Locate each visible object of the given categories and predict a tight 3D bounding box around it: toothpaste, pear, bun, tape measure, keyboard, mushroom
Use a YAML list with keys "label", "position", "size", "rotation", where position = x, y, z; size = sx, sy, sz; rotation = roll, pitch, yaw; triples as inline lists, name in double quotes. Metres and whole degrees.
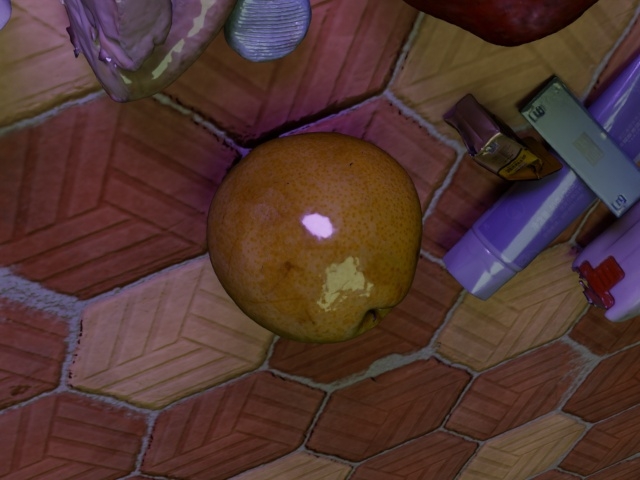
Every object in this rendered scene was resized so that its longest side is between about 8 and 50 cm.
- label: "toothpaste"
  position: [0.299, -0.078, 1.021]
  size: [0.125, 0.080, 0.371]
  rotation: [32, 111, -34]
- label: "pear"
  position: [0.000, 0.000, 0.845]
  size: [0.209, 0.209, 0.208]
  rotation: [-15, 140, -13]
- label: "bun"
  position: [-0.046, -0.188, 0.731]
  size: [0.083, 0.045, 0.083]
  rotation: [-15, 137, -14]
- label: "tape measure"
  position: [0.499, -0.008, 1.168]
  size: [0.265, 0.130, 0.258]
  rotation: [6, 134, -41]
- label: "keyboard"
  position: [0.293, -0.101, 0.968]
  size: [0.176, 0.014, 0.055]
  rotation: [42, 102, -18]
- label: "mushroom"
  position: [-0.110, -0.221, 0.590]
  size: [0.151, 0.156, 0.285]
  rotation: [-27, 155, -18]

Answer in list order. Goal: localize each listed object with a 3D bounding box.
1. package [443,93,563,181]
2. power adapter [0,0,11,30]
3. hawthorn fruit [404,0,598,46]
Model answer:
- label: "package"
  position: [0.194, -0.101, 0.939]
  size: [0.131, 0.071, 0.047]
  rotation: [21, 117, -44]
- label: "power adapter"
  position: [-0.272, -0.169, 0.564]
  size: [0.125, 0.130, 0.205]
  rotation: [-23, 142, -4]
- label: "hawthorn fruit"
  position: [0.124, -0.261, 0.628]
  size: [0.250, 0.215, 0.215]
  rotation: [26, 119, -34]
